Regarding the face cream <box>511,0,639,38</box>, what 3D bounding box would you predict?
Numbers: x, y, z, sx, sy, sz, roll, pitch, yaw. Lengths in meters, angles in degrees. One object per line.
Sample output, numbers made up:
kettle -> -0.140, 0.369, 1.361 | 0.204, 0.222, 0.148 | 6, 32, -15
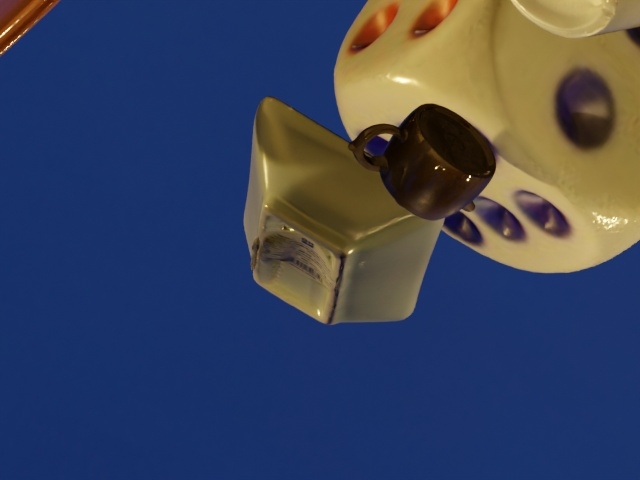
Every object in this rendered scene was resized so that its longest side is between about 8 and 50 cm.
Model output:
face cream -> 0.212, -0.178, 1.169 | 0.269, 0.073, 0.107 | -18, -122, -48

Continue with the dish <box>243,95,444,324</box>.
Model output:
dish -> 0.000, 0.000, 1.678 | 0.182, 0.243, 0.080 | 32, -114, 10

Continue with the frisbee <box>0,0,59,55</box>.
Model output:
frisbee -> -0.197, -0.122, 1.122 | 0.021, 0.251, 0.251 | 49, -141, -4

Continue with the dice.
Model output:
dice -> 0.220, -0.169, 1.978 | 0.304, 0.277, 0.304 | 44, -112, -21

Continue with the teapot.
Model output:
teapot -> 0.072, -0.052, 1.396 | 0.121, 0.068, 0.076 | 20, -144, -31
